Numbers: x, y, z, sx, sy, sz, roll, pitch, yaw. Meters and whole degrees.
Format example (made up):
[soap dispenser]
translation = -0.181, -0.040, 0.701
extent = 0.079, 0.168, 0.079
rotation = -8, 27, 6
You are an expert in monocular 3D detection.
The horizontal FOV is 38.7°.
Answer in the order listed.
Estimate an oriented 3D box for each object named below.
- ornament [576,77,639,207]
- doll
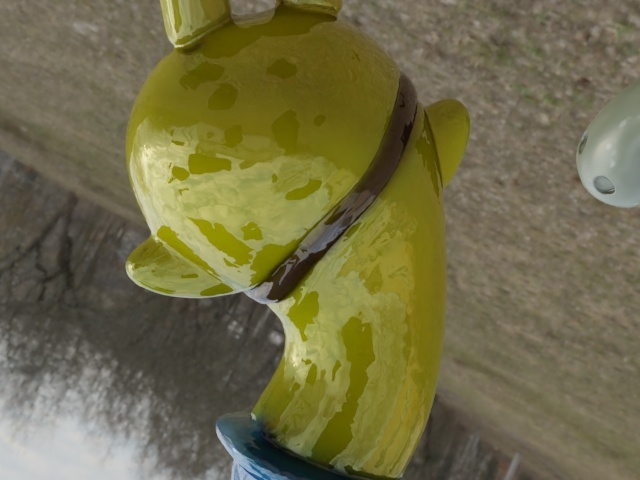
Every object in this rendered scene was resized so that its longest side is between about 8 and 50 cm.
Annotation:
[ornament]
translation = 0.230, -0.083, 0.604
extent = 0.074, 0.081, 0.156
rotation = 14, 147, -11
[doll]
translation = 0.000, 0.000, 0.476
extent = 0.199, 0.363, 0.145
rotation = -17, -164, -14
